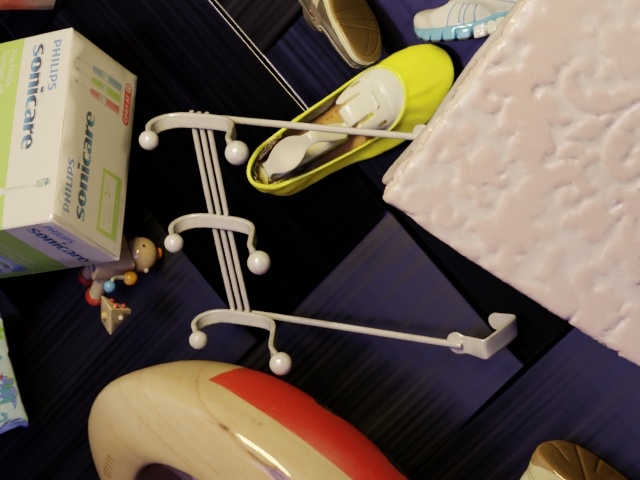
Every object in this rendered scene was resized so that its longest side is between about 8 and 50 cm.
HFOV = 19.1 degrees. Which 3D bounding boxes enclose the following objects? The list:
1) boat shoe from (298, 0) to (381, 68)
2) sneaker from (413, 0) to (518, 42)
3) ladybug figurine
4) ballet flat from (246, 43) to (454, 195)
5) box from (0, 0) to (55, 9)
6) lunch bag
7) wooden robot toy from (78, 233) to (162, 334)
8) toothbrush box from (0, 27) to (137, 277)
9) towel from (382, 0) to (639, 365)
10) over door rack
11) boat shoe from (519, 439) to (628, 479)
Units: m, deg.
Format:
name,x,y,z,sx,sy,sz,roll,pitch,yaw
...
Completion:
name,x,y,z,sx,sy,sz,roll,pitch,yaw
boat shoe,0.009,-0.219,1.795,0.049,0.056,0.152,-45,57,38
sneaker,0.157,-0.222,1.693,0.191,0.071,0.083,-5,99,45
ladybug figurine,-0.020,0.270,1.779,0.449,0.162,0.305,40,143,16
ballet flat,0.023,-0.108,1.788,0.231,0.077,0.077,-31,80,26
box,-0.380,-0.311,1.844,0.154,0.300,0.142,26,107,23
lunch bag,-0.380,0.150,2.017,0.151,0.096,0.128,-15,88,57
wooden robot toy,-0.203,0.016,1.933,0.076,0.079,0.173,112,143,-51
toothbrush box,-0.340,-0.075,1.912,0.283,0.122,0.206,-10,65,28
towel,0.265,-0.082,1.607,0.317,0.053,0.332,32,113,-13
over door rack,0.000,0.000,1.743,0.324,0.108,0.239,1,119,22
boat shoe,0.290,0.296,1.695,0.285,0.105,0.089,42,117,28
